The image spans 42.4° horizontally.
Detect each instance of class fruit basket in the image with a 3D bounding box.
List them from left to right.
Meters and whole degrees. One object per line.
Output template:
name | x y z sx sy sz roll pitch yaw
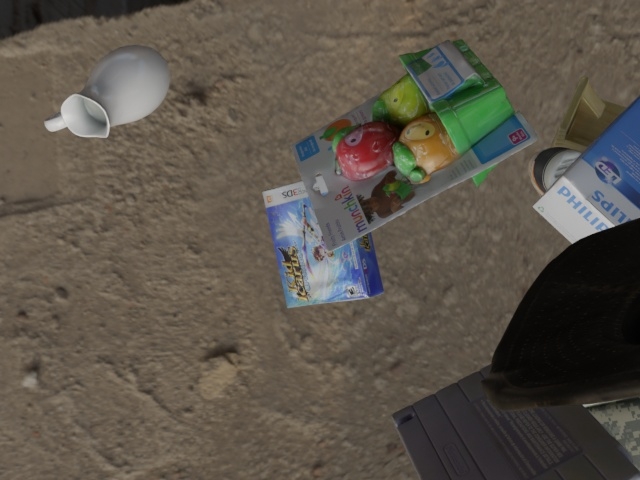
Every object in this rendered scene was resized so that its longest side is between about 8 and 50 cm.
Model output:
fruit basket | 0.125 -0.169 1.324 0.353 0.165 0.327 -25 39 5

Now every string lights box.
string lights box | 0.394 -0.084 1.020 0.133 0.077 0.259 45 59 8

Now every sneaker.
sneaker | 0.505 -0.064 1.480 0.321 0.127 0.126 39 95 -19

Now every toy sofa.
toy sofa | 0.624 -0.155 1.563 0.362 0.177 0.150 21 62 16

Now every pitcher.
pitcher | -0.377 -0.258 1.459 0.177 0.126 0.207 -2 34 34

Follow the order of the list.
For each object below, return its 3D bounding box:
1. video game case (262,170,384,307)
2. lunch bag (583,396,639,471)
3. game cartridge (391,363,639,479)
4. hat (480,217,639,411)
video game case | 0.000 0.000 1.761 0.244 0.061 0.270 -12 91 45
lunch bag | 0.476 0.254 1.237 0.212 0.305 0.256 -18 76 19
game cartridge | 0.235 0.269 1.041 0.230 0.355 0.068 -23 107 -1
hat | 0.246 0.035 0.374 0.331 0.331 0.134 -30 94 7
